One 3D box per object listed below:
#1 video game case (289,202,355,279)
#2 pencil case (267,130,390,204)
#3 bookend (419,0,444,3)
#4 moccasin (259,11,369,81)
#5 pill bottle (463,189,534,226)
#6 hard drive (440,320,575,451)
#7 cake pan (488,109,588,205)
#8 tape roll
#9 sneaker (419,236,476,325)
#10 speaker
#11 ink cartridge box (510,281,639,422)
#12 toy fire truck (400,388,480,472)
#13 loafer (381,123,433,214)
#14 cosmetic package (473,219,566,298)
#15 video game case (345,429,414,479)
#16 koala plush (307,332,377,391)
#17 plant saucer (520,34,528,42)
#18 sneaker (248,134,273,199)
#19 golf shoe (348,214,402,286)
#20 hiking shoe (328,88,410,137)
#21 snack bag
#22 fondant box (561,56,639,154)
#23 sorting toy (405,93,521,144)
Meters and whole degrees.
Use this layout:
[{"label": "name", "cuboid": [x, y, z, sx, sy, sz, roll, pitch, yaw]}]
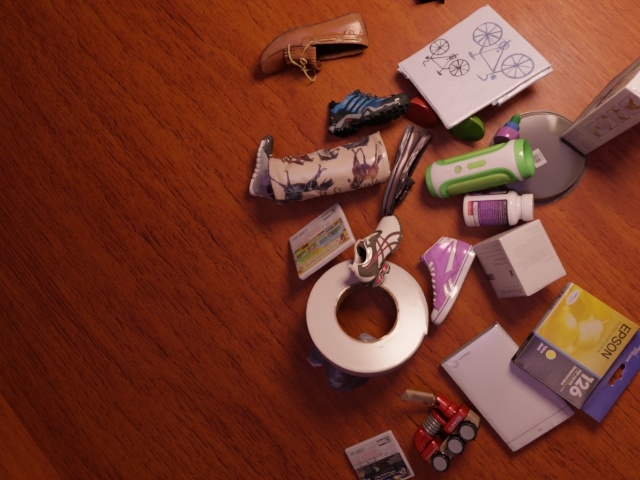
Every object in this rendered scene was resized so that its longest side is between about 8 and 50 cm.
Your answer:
[{"label": "video game case", "cuboid": [0.000, 0.000, 1.572, 0.227, 0.026, 0.206, -36, 40, 15]}, {"label": "pencil case", "cuboid": [0.020, -0.234, 1.517, 0.411, 0.183, 0.160, -11, 133, 9]}, {"label": "bookend", "cuboid": [0.307, -0.829, 1.464, 0.157, 0.072, 0.156, -5, 93, 17]}, {"label": "moccasin", "cuboid": [-0.025, -0.633, 1.553, 0.380, 0.139, 0.146, -12, 82, 8]}, {"label": "pill bottle", "cuboid": [0.545, -0.098, 1.410, 0.194, 0.108, 0.108, 0, 94, 30]}, {"label": "hard drive", "cuboid": [0.596, 0.471, 1.488, 0.233, 0.047, 0.353, -41, 82, 15]}, {"label": "cake pan", "cuboid": [0.663, -0.254, 1.412, 0.293, 0.054, 0.293, 1, 95, 17]}, {"label": "tape roll", "cuboid": [0.149, 0.240, 1.487, 0.392, 0.072, 0.392, -2, 61, 4]}, {"label": "sneaker", "cuboid": [0.384, 0.125, 1.505, 0.161, 0.102, 0.282, 23, 89, 17]}, {"label": "speaker", "cuboid": [0.474, -0.211, 1.390, 0.297, 0.131, 0.131, -11, 91, 39]}, {"label": "ink cartridge box", "cuboid": [0.796, 0.337, 1.385, 0.307, 0.072, 0.303, 35, 91, 14]}, {"label": "toy fire truck", "cuboid": [0.368, 0.601, 1.524, 0.246, 0.158, 0.217, 40, 104, 22]}, {"label": "loafer", "cuboid": [0.280, -0.222, 1.503, 0.095, 0.109, 0.302, 17, 96, 10]}, {"label": "cosmetic package", "cuboid": [0.591, 0.059, 1.379, 0.151, 0.151, 0.183, -24, 85, -14]}, {"label": "video game case", "cuboid": [0.209, 0.787, 1.639, 0.190, 0.022, 0.173, -30, 85, 15]}, {"label": "koala plush", "cuboid": [0.049, 0.389, 1.581, 0.221, 0.203, 0.196, 32, 121, 35]}, {"label": "plant saucer", "cuboid": [0.585, -0.584, 1.426, 0.119, 0.021, 0.119, 1, 95, 16]}, {"label": "sneaker", "cuboid": [-0.166, -0.253, 1.648, 0.132, 0.086, 0.228, 20, 110, 9]}, {"label": "golf shoe", "cuboid": [0.181, 0.013, 1.484, 0.120, 0.272, 0.105, 36, 150, -26]}, {"label": "hiking shoe", "cuboid": [0.143, -0.436, 1.490, 0.304, 0.113, 0.132, -10, 84, 35]}, {"label": "snack bag", "cuboid": [0.450, -0.518, 1.389, 0.343, 0.037, 0.323, -32, 63, 8]}, {"label": "fondant box", "cuboid": [0.804, -0.380, 1.189, 0.096, 0.330, 0.238, 42, 87, 8]}, {"label": "sorting toy", "cuboid": [0.448, -0.401, 1.434, 0.366, 0.127, 0.126, 25, 77, 23]}]
